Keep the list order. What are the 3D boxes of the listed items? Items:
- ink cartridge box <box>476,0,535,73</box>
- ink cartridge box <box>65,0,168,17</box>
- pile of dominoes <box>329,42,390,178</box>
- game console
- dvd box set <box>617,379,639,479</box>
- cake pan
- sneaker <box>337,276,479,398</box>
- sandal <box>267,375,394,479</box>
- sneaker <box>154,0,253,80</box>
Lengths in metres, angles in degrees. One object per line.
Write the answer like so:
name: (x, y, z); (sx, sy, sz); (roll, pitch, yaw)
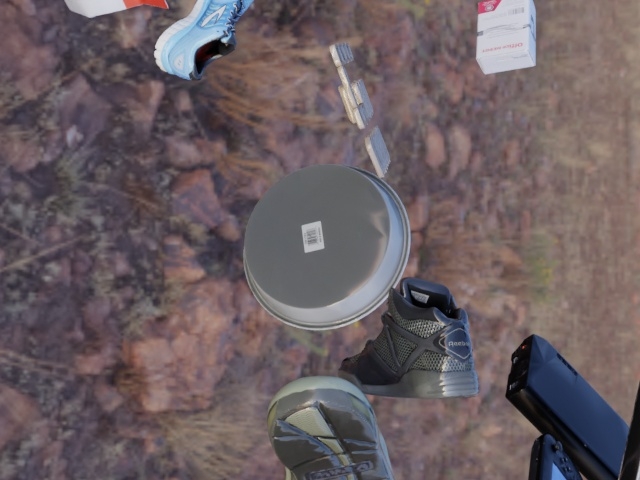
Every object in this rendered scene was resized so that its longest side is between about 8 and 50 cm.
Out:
ink cartridge box: (0.383, -0.425, 1.952); (0.063, 0.109, 0.150); (46, 44, -53)
ink cartridge box: (-0.260, -0.329, 1.005); (0.066, 0.232, 0.189); (-31, 119, -13)
pile of dominoes: (0.047, -0.186, 1.370); (0.251, 0.040, 0.196); (-61, 132, -76)
game console: (0.306, 0.287, 1.165); (0.213, 0.044, 0.361); (44, 34, -12)
dvd box set: (0.543, 0.277, 1.030); (0.062, 0.421, 0.307); (96, 9, -81)
cake pan: (0.000, 0.000, 1.562); (0.054, 0.293, 0.293); (46, 47, -63)
sneaker: (0.094, 0.112, 1.064); (0.087, 0.227, 0.130); (4, 79, -25)
sandal: (0.010, 0.197, 0.915); (0.302, 0.120, 0.086); (88, -7, -52)
sneaker: (-0.111, -0.243, 1.081); (0.162, 0.073, 0.063); (-51, 153, -4)
